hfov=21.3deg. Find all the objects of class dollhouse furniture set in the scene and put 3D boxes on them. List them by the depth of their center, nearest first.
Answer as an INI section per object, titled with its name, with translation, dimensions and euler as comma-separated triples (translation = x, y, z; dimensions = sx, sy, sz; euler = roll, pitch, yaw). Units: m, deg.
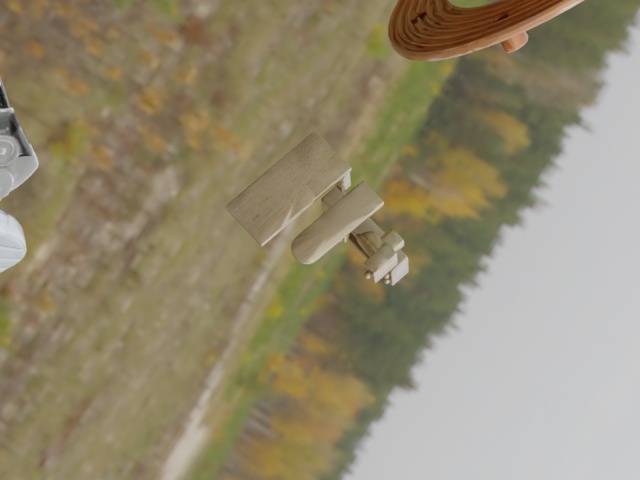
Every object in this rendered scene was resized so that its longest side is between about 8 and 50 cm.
[dollhouse furniture set]
translation = 0.000, 0.000, 1.797
dimensions = 0.123, 0.144, 0.151
euler = -41, 163, -10

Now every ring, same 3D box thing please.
[ring]
translation = 0.201, -0.243, 1.368
dimensions = 0.337, 0.032, 0.336
euler = -31, -158, 14

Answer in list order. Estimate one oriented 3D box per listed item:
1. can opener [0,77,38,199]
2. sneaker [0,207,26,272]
[can opener]
translation = -0.264, -0.135, 1.106
dimensions = 0.076, 0.095, 0.283
euler = -24, 134, -6
[sneaker]
translation = -0.331, -0.034, 1.457
dimensions = 0.094, 0.091, 0.258
euler = -26, 160, 6
